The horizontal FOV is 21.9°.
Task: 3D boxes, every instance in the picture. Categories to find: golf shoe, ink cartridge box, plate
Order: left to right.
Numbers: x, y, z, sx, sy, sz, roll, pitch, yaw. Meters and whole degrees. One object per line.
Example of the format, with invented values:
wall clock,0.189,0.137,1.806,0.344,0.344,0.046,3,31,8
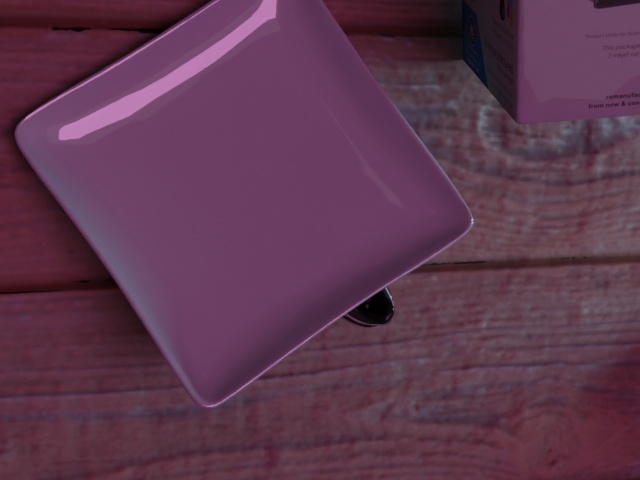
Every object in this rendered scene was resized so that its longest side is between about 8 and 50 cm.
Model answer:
plate,-0.061,-0.048,1.343,0.277,0.045,0.278,-34,88,-13
golf shoe,0.000,0.000,1.403,0.067,0.086,0.186,-47,113,-10
ink cartridge box,0.230,-0.258,1.354,0.197,0.198,0.270,-5,112,-7
